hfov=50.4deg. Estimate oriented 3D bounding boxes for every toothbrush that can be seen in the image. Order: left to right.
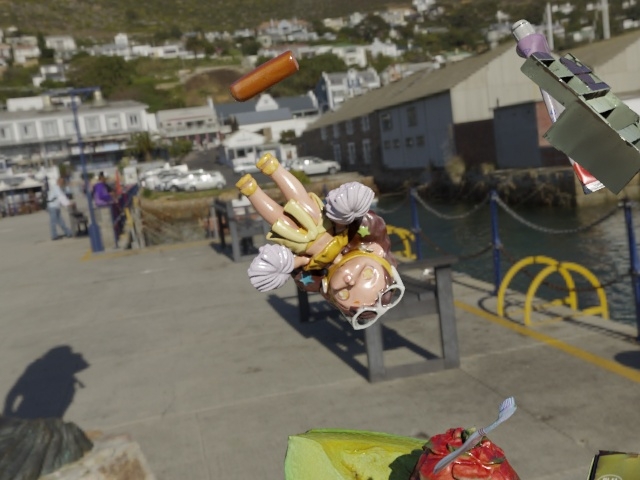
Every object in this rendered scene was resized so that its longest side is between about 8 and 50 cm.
[{"bbox_3d":[0.189,0.251,0.852,0.013,0.193,0.019,17,43,-15],"label":"toothbrush"}]

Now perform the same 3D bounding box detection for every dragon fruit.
[{"bbox_3d":[0.243,0.454,1.172,0.192,0.274,0.193,10,-4,4],"label":"dragon fruit"}]

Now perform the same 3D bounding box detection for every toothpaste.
[{"bbox_3d":[0.360,-0.208,1.009,0.075,0.301,0.048,-13,-24,-18],"label":"toothpaste"}]

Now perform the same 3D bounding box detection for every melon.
[{"bbox_3d":[0.100,0.497,1.400,0.343,0.226,0.331,11,55,43],"label":"melon"}]

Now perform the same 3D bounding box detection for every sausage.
[{"bbox_3d":[-0.099,-0.281,1.176,0.131,0.039,0.041,-28,33,11],"label":"sausage"}]

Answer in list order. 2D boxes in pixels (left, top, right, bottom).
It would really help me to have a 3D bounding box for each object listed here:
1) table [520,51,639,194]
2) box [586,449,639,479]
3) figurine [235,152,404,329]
[{"bbox_3d":[0.316,-0.144,0.800,0.146,0.175,0.062,-22,-28,-51],"label":"table"},{"bbox_3d":[0.752,0.551,1.223,0.420,0.373,0.138,-14,31,43],"label":"box"},{"bbox_3d":[0.001,0.001,0.825,0.174,0.240,0.116,-43,24,7],"label":"figurine"}]
